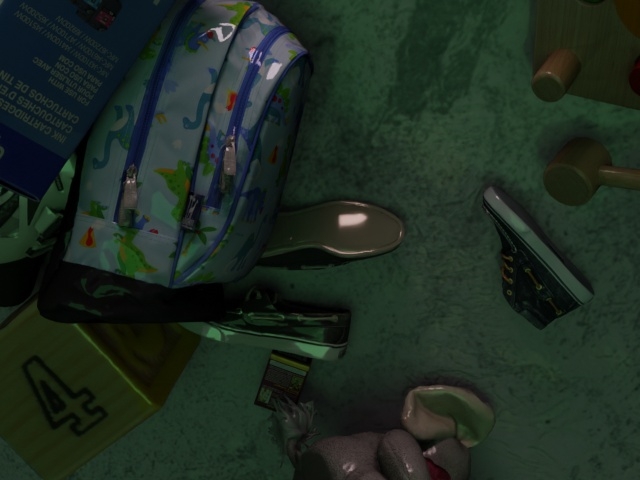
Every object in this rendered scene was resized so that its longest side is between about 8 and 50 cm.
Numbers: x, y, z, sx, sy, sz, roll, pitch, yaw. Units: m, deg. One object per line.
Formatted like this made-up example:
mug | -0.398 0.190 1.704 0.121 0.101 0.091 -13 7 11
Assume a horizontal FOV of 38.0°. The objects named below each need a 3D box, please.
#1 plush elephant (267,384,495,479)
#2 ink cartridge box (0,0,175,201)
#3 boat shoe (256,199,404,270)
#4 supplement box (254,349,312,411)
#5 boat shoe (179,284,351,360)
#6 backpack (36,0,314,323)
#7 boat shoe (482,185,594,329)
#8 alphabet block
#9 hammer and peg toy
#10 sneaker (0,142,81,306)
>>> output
plush elephant | 0.100 0.321 1.134 0.256 0.330 0.271 2 131 -31
ink cartridge box | -0.302 -0.220 0.895 0.395 0.270 0.151 -54 136 -1
boat shoe | 0.000 0.000 1.133 0.206 0.075 0.065 -4 154 6
supplement box | -0.047 0.180 1.208 0.055 0.043 0.083 20 113 0
boat shoe | -0.071 0.093 1.165 0.220 0.078 0.070 10 104 0
backpack | -0.143 -0.088 0.998 0.274 0.290 0.355 0 85 9
boat shoe | 0.232 0.025 1.087 0.083 0.065 0.183 -40 101 20
alphabet block | -0.300 0.147 1.161 0.197 0.192 0.193 -37 103 20
hammer and peg toy | 0.340 -0.188 0.904 0.266 0.127 0.361 18 137 26
sneaker | -0.326 -0.050 1.123 0.146 0.122 0.330 18 114 4
